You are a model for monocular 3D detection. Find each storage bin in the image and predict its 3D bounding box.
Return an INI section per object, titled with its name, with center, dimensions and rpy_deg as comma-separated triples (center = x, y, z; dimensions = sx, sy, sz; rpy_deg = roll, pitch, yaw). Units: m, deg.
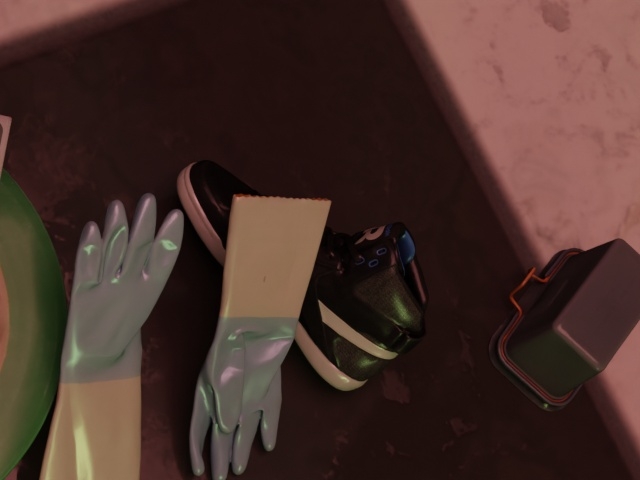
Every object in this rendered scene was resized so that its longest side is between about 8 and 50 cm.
[storage bin]
center = 0.210, 0.057, 1.309
dimensions = 0.098, 0.091, 0.135
rpy_deg = 42, 64, -3

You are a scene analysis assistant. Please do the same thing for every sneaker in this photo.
[sneaker]
center = 0.000, 0.000, 1.227
dimensions = 0.217, 0.121, 0.079
rpy_deg = 49, 27, -6

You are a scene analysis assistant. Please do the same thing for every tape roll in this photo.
[tape roll]
center = -0.339, 0.060, 1.118
dimensions = 0.321, 0.077, 0.321
rpy_deg = 6, 71, -18

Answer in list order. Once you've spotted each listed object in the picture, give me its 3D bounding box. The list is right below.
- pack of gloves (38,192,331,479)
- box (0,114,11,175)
[pack of gloves]
center = -0.105, 0.070, 1.164
dimensions = 0.195, 0.046, 0.232
rpy_deg = 1, 109, -35
[box]
center = -0.360, -0.026, 1.047
dimensions = 0.290, 0.087, 0.169
rpy_deg = 14, 69, -16
